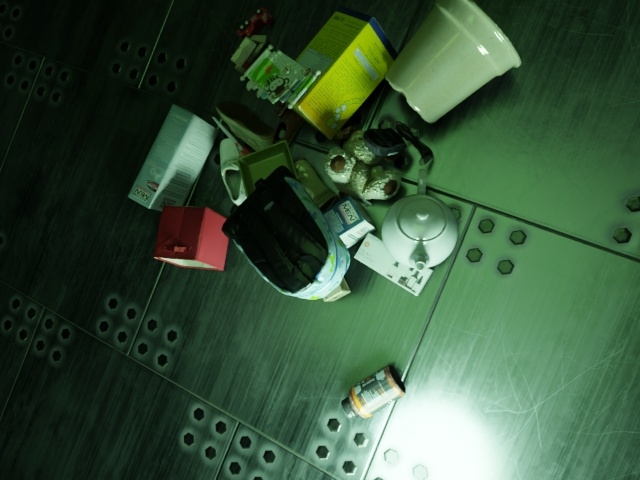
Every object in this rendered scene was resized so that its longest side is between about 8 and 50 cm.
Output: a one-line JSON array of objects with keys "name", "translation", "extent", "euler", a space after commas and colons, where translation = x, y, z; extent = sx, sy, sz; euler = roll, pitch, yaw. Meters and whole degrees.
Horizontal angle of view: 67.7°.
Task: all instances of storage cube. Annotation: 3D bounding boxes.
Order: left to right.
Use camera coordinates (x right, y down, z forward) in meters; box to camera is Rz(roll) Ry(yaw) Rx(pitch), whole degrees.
[{"name": "storage cube", "translation": [-0.455, -0.007, 1.716], "extent": [0.184, 0.215, 0.193], "euler": [3, 78, 19]}]

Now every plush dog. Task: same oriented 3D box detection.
[{"name": "plush dog", "translation": [0.136, -0.259, 1.589], "extent": [0.263, 0.210, 0.225], "euler": [21, 75, -10]}]

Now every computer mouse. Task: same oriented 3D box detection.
[{"name": "computer mouse", "translation": [0.245, -0.288, 1.522], "extent": [0.184, 0.262, 0.060], "euler": [47, 131, 14]}]

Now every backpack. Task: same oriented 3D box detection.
[{"name": "backpack", "translation": [-0.078, 0.007, 1.401], "extent": [0.290, 0.273, 0.355], "euler": [-47, 48, 5]}]

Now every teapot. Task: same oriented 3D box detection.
[{"name": "teapot", "translation": [0.305, -0.051, 1.456], "extent": [0.252, 0.187, 0.256], "euler": [-38, 67, -9]}]

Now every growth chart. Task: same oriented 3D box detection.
[{"name": "growth chart", "translation": [-0.133, -0.513, 1.505], "extent": [0.237, 0.021, 0.172], "euler": [37, 93, 21]}]

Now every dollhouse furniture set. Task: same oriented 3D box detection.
[{"name": "dollhouse furniture set", "translation": [-0.208, -0.571, 1.685], "extent": [0.259, 0.262, 0.135], "euler": [36, 97, -14]}]

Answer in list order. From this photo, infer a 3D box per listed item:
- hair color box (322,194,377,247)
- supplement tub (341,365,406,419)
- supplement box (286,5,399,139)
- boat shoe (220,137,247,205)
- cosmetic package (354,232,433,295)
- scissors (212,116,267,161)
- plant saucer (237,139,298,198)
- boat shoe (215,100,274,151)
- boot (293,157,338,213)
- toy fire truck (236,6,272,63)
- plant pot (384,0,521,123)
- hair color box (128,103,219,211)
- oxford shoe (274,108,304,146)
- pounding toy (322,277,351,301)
[{"name": "hair color box", "translation": [0.000, 0.000, 1.583], "extent": [0.347, 0.174, 0.105], "euler": [-32, 73, 12]}, {"name": "supplement tub", "translation": [0.164, 0.489, 1.511], "extent": [0.198, 0.106, 0.106], "euler": [-35, 75, 11]}, {"name": "supplement box", "translation": [0.051, -0.552, 1.581], "extent": [0.356, 0.195, 0.194], "euler": [-49, 46, 5]}, {"name": "boat shoe", "translation": [-0.319, -0.260, 1.755], "extent": [0.098, 0.096, 0.277], "euler": [-22, 78, 15]}, {"name": "cosmetic package", "translation": [0.237, 0.076, 1.557], "extent": [0.239, 0.060, 0.098], "euler": [31, 93, 18]}, {"name": "scissors", "translation": [-0.292, -0.331, 1.742], "extent": [0.297, 0.109, 0.021], "euler": [38, 60, 10]}, {"name": "plant saucer", "translation": [-0.173, -0.224, 1.635], "extent": [0.188, 0.045, 0.188], "euler": [-20, 72, 9]}, {"name": "boat shoe", "translation": [-0.282, -0.415, 1.752], "extent": [0.302, 0.109, 0.098], "euler": [39, 141, 27]}, {"name": "boot", "translation": [-0.087, -0.132, 1.671], "extent": [0.262, 0.095, 0.203], "euler": [-42, 74, 5]}, {"name": "toy fire truck", "translation": [-0.247, -0.774, 1.816], "extent": [0.192, 0.047, 0.135], "euler": [-39, 75, 9]}, {"name": "plant pot", "translation": [0.379, -0.542, 1.469], "extent": [0.305, 0.334, 0.334], "euler": [-44, 73, 20]}, {"name": "hair color box", "translation": [-0.542, -0.291, 1.784], "extent": [0.114, 0.185, 0.374], "euler": [28, 93, 18]}, {"name": "oxford shoe", "translation": [-0.107, -0.436, 1.719], "extent": [0.076, 0.076, 0.212], "euler": [22, 89, 20]}, {"name": "pounding toy", "translation": [0.013, 0.135, 1.580], "extent": [0.100, 0.141, 0.130], "euler": [-31, 76, 13]}]
